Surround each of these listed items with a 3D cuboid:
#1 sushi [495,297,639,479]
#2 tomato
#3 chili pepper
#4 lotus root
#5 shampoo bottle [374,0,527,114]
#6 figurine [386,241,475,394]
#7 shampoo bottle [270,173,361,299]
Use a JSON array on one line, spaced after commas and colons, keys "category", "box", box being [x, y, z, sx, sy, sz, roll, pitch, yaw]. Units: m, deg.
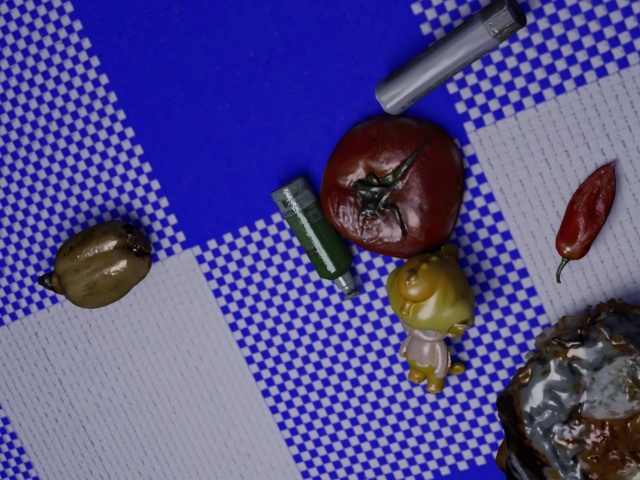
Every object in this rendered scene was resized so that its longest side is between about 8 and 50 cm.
[{"category": "sushi", "box": [0.452, 0.275, 1.672, 0.417, 0.176, 0.417, 6, 107, 19]}, {"category": "tomato", "box": [0.100, -0.070, 1.724, 0.228, 0.101, 0.228, 6, 108, 20]}, {"category": "chili pepper", "box": [0.375, -0.028, 1.669, 0.059, 0.050, 0.191, 27, 101, 12]}, {"category": "lotus root", "box": [-0.368, 0.044, 1.909, 0.221, 0.118, 0.125, -27, 64, 26]}, {"category": "shampoo bottle", "box": [0.182, -0.260, 1.640, 0.227, 0.086, 0.056, -33, 96, 26]}, {"category": "figurine", "box": [0.166, 0.116, 1.739, 0.156, 0.131, 0.246, 29, 135, 32]}, {"category": "shampoo bottle", "box": [0.000, 0.000, 1.797, 0.065, 0.065, 0.204, -28, 96, 24]}]
